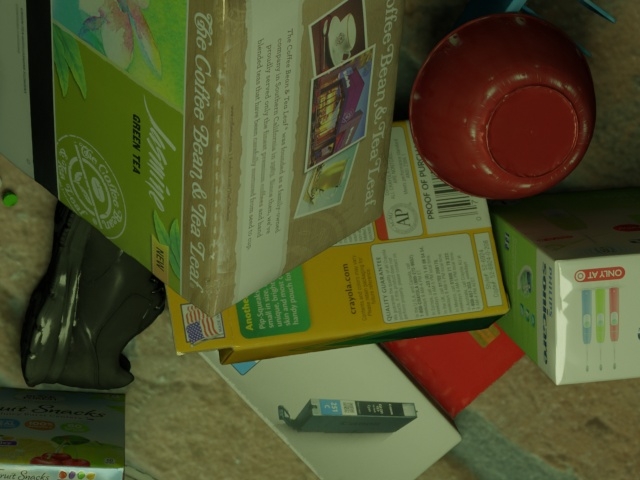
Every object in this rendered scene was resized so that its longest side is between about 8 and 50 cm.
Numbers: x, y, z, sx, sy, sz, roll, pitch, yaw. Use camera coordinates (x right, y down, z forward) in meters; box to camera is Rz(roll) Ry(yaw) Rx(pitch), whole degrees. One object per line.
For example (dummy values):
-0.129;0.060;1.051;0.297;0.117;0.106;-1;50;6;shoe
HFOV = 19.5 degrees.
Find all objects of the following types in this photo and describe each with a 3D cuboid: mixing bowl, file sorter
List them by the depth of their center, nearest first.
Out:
0.180;-0.112;1.709;0.181;0.098;0.181;-3;108;-11;mixing bowl
0.210;-0.213;1.796;0.104;0.118;0.170;33;99;-17;file sorter

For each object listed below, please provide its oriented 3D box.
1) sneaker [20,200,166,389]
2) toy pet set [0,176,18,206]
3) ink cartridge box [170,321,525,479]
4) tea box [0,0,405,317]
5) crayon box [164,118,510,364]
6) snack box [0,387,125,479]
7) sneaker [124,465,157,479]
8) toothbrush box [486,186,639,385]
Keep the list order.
-0.206;0.018;1.829;0.130;0.109;0.286;13;111;-15;sneaker
-0.324;-0.095;1.814;0.122;0.065;0.114;-39;139;7;toy pet set
0.041;0.093;1.880;0.261;0.066;0.296;-42;104;6;ink cartridge box
-0.115;-0.177;1.587;0.220;0.323;0.329;-31;142;-34;tea box
0.000;0.000;1.780;0.323;0.083;0.203;-7;77;-14;crayon box
-0.276;0.206;1.803;0.174;0.207;0.070;3;103;-7;snack box
-0.185;0.289;1.892;0.235;0.095;0.090;11;104;-6;sneaker
0.281;0.035;1.770;0.206;0.283;0.122;-4;104;-8;toothbrush box
